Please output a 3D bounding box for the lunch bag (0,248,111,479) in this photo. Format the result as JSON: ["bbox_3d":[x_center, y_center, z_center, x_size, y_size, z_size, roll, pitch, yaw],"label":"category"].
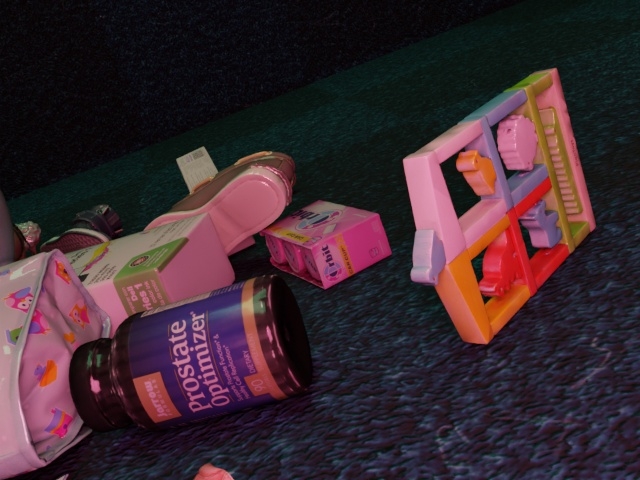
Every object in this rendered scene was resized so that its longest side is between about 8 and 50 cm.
[{"bbox_3d":[-0.365,0.162,0.791,0.223,0.160,0.262,-17,40,7],"label":"lunch bag"}]

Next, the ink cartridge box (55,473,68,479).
[{"bbox_3d":[-0.290,0.266,0.539,0.208,0.045,0.206,-26,5,-8],"label":"ink cartridge box"}]

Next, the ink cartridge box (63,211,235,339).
[{"bbox_3d":[-0.286,0.079,1.018,0.278,0.117,0.201,-15,19,17],"label":"ink cartridge box"}]

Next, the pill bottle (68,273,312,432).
[{"bbox_3d":[-0.128,0.119,0.731,0.219,0.123,0.123,-18,19,10],"label":"pill bottle"}]

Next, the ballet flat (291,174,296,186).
[{"bbox_3d":[-0.148,-0.096,1.453,0.206,0.073,0.067,-17,-4,-4],"label":"ballet flat"}]

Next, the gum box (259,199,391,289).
[{"bbox_3d":[0.000,0.000,1.025,0.107,0.062,0.188,-27,19,-20],"label":"gum box"}]

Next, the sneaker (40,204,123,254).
[{"bbox_3d":[-0.456,-0.017,1.515,0.226,0.086,0.163,-4,27,42],"label":"sneaker"}]

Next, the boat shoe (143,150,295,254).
[{"bbox_3d":[-0.157,-0.038,1.112,0.305,0.109,0.091,-27,24,34],"label":"boat shoe"}]

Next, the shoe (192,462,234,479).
[{"bbox_3d":[-0.074,0.210,0.507,0.081,0.063,0.178,-34,18,-22],"label":"shoe"}]

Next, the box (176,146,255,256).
[{"bbox_3d":[-0.195,-0.077,1.325,0.067,0.063,0.324,-28,33,-6],"label":"box"}]

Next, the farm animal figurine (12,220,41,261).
[{"bbox_3d":[-0.747,0.050,1.497,0.327,0.172,0.330,-23,19,-8],"label":"farm animal figurine"}]

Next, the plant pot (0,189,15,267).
[{"bbox_3d":[-0.532,0.027,0.984,0.293,0.196,0.293,-38,3,2],"label":"plant pot"}]

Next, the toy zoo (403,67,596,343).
[{"bbox_3d":[0.178,-0.033,0.727,0.030,0.192,0.293,-1,27,47],"label":"toy zoo"}]
